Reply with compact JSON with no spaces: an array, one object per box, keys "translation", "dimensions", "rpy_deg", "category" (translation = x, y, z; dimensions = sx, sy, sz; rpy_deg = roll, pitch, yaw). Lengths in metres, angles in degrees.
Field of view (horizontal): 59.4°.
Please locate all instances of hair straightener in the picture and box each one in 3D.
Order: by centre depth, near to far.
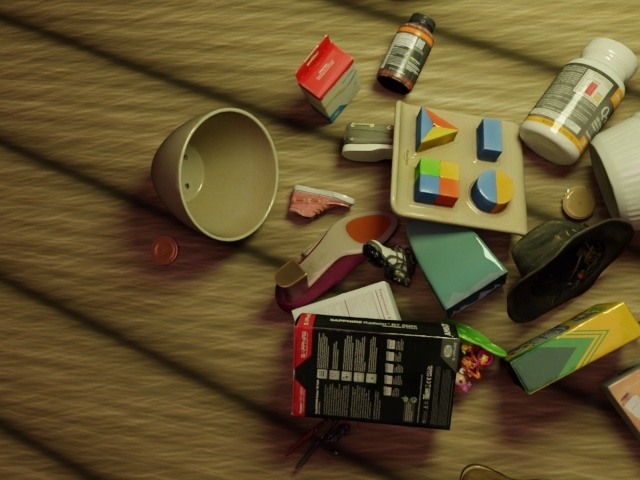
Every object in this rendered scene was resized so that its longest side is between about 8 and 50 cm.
[{"translation":[0.020,0.505,1.437],"dimensions":[0.230,0.047,0.089],"rpy_deg":[-42,77,-1],"category":"hair straightener"}]

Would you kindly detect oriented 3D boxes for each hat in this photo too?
[{"translation":[0.533,0.035,1.282],"dimensions":[0.331,0.331,0.134],"rpy_deg":[-36,54,5],"category":"hat"}]

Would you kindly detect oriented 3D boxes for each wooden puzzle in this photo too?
[{"translation":[0.341,-0.187,1.338],"dimensions":[0.347,0.080,0.322],"rpy_deg":[11,63,-8],"category":"wooden puzzle"}]

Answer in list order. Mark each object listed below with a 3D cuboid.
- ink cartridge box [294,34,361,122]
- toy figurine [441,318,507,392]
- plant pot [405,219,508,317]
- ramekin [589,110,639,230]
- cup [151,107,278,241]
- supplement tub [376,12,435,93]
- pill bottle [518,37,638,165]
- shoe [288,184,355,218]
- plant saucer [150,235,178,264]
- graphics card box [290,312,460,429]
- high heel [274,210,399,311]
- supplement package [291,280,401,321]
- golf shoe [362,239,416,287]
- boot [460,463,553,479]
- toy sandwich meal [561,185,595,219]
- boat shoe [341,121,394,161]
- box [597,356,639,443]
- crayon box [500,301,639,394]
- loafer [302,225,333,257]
[{"translation":[0.024,-0.413,1.455],"dimensions":[0.078,0.231,0.134],"rpy_deg":[40,92,14],"category":"ink cartridge box"},{"translation":[0.340,0.301,1.357],"dimensions":[0.173,0.130,0.159],"rpy_deg":[29,102,36],"category":"toy figurine"},{"translation":[0.316,0.041,1.376],"dimensions":[0.165,0.166,0.234],"rpy_deg":[-33,70,5],"category":"plant pot"},{"translation":[0.710,-0.144,1.273],"dimensions":[0.127,0.273,0.273],"rpy_deg":[-19,79,20],"category":"ramekin"},{"translation":[-0.307,-0.174,1.475],"dimensions":[0.236,0.331,0.331],"rpy_deg":[7,83,38],"category":"cup"},{"translation":[0.234,-0.498,1.490],"dimensions":[0.106,0.106,0.198],"rpy_deg":[25,87,13],"category":"supplement tub"},{"translation":[0.625,-0.335,1.359],"dimensions":[0.162,0.162,0.278],"rpy_deg":[37,91,14],"category":"pill bottle"},{"translation":[0.001,-0.093,1.507],"dimensions":[0.177,0.063,0.081],"rpy_deg":[13,87,18],"category":"shoe"},{"translation":[-0.447,0.028,1.604],"dimensions":[0.083,0.013,0.084],"rpy_deg":[-2,82,12],"category":"plant saucer"},{"translation":[0.123,0.299,1.295],"dimensions":[0.370,0.094,0.233],"rpy_deg":[3,103,6],"category":"graphics card box"},{"translation":[0.042,0.054,1.484],"dimensions":[0.377,0.181,0.127],"rpy_deg":[-26,62,-12],"category":"high heel"},{"translation":[0.074,0.204,1.413],"dimensions":[0.243,0.134,0.139],"rpy_deg":[-18,80,9],"category":"supplement package"},{"translation":[0.175,0.037,1.403],"dimensions":[0.077,0.198,0.094],"rpy_deg":[17,71,43],"category":"golf shoe"},{"translation":[0.478,0.605,1.290],"dimensions":[0.305,0.115,0.113],"rpy_deg":[11,83,11],"category":"boot"},{"translation":[0.639,-0.093,1.394],"dimensions":[0.085,0.029,0.086],"rpy_deg":[-1,87,9],"category":"toy sandwich meal"},{"translation":[0.209,-0.258,1.460],"dimensions":[0.304,0.109,0.091],"rpy_deg":[3,78,9],"category":"boat shoe"},{"translation":[0.749,0.370,1.277],"dimensions":[0.130,0.091,0.171],"rpy_deg":[-34,77,5],"category":"box"},{"translation":[0.579,0.228,1.273],"dimensions":[0.322,0.203,0.083],"rpy_deg":[-29,78,6],"category":"crayon box"},{"translation":[0.000,0.000,1.503],"dimensions":[0.125,0.045,0.039],"rpy_deg":[-47,59,5],"category":"loafer"}]
